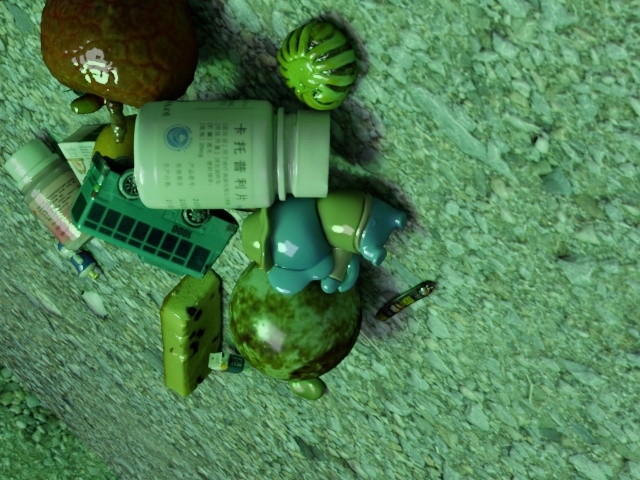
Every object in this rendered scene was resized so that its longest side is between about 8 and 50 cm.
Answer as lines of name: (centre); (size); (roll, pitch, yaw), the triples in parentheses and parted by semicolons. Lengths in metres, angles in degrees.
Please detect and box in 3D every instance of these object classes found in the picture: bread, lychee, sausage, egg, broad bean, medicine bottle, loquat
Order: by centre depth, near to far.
bread: (-0.005, -0.254, 1.481); (0.130, 0.071, 0.139); (55, 147, -6)
medicine bottle: (-0.131, -0.132, 1.558); (0.293, 0.170, 0.170); (0, 139, -1)
lychee: (-0.319, -0.311, 1.617); (0.255, 0.255, 0.300); (30, 119, 25)
sausage: (0.144, 0.107, 1.751); (0.028, 0.025, 0.198); (50, 149, -1)
egg: (-0.048, 0.138, 1.810); (0.238, 0.238, 0.289); (40, 152, 11)
loquat: (-0.317, -0.136, 1.851); (0.208, 0.208, 0.208); (30, 145, 24)
broad bean: (-0.029, 0.315, 2.174); (0.083, 0.045, 0.063); (12, 124, 31)
medicine bottle: (-0.585, -0.105, 2.258); (0.247, 0.147, 0.147); (48, 148, -4)
bread: (-0.287, 0.207, 2.261); (0.077, 0.138, 0.361); (33, 146, 18)

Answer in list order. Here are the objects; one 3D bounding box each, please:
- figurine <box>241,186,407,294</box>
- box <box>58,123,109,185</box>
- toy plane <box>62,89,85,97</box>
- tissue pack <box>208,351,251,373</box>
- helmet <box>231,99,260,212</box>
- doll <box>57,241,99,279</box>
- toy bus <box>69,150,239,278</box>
figurine: (-0.001, -0.002, 1.632); (0.262, 0.154, 0.180); (10, 103, 20)
box: (-0.434, -0.164, 2.074); (0.199, 0.081, 0.135); (3, 128, 45)
toy plane: (-0.416, -0.287, 1.905); (0.235, 0.096, 0.060); (25, 144, 61)
tissue pack: (-0.205, 0.280, 2.304); (0.083, 0.042, 0.062); (16, 161, -32)
helmet: (-0.146, -0.128, 1.731); (0.198, 0.130, 0.224); (11, 136, 47)
doll: (-0.610, 0.044, 2.536); (0.143, 0.058, 0.099); (46, 169, 3)
toy bus: (-0.282, -0.038, 1.713); (0.256, 0.147, 0.128); (25, -172, -26)
